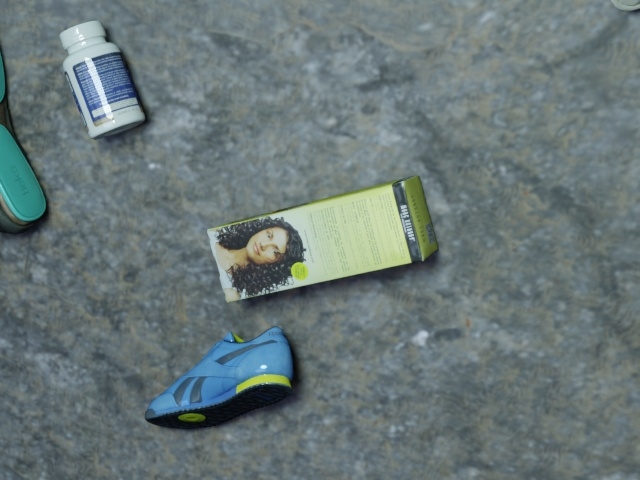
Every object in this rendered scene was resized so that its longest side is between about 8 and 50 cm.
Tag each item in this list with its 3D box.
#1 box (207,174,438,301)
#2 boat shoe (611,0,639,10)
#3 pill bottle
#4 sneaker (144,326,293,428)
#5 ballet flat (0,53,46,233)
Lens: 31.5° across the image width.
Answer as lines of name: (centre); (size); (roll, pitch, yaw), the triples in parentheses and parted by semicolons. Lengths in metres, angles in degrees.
box: (0.000, 0.000, 1.197); (0.232, 0.058, 0.087); (-14, 95, 23)
boat shoe: (0.317, -0.307, 1.022); (0.206, 0.075, 0.065); (-63, 33, 25)
pill bottle: (-0.244, -0.178, 1.256); (0.067, 0.067, 0.120); (-19, 93, 24)
sneaker: (-0.114, 0.156, 1.278); (0.209, 0.069, 0.082); (-25, 57, 32)
ballet flat: (-0.409, -0.138, 1.320); (0.096, 0.095, 0.280); (-12, 96, 35)
